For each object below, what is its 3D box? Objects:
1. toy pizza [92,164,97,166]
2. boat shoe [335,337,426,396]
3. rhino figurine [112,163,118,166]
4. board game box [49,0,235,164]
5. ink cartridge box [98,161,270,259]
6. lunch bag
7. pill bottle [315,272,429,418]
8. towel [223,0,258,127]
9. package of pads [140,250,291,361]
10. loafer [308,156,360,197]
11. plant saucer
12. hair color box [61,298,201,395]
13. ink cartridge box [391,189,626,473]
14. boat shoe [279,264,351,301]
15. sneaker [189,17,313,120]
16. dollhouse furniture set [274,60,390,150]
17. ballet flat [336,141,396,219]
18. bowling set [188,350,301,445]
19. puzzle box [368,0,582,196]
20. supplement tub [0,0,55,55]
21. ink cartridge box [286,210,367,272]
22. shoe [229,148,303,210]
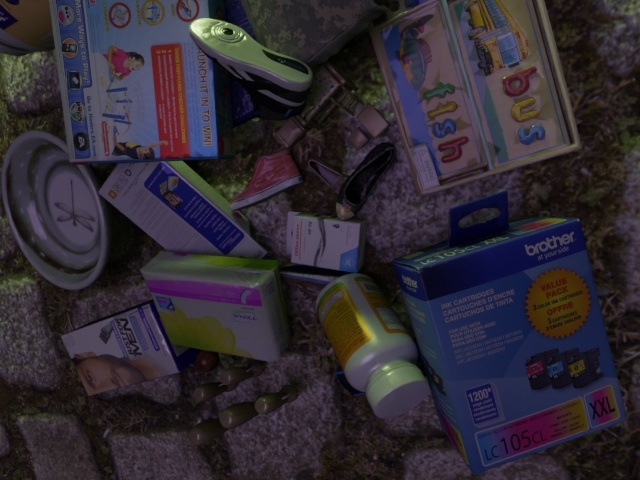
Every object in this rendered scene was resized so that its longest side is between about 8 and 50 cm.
[{"bbox_3d":[-0.464,-0.253,0.934,0.201,0.032,0.201,-25,50,34],"label":"toy pizza"},{"bbox_3d":[0.156,0.266,0.842,0.258,0.109,0.088,-21,100,39],"label":"boat shoe"},{"bbox_3d":[-0.377,-0.207,0.939,0.243,0.073,0.106,-35,111,22],"label":"rhino figurine"},{"bbox_3d":[-0.327,-0.301,0.766,0.302,0.086,0.307,0,99,9],"label":"board game box"},{"bbox_3d":[-0.298,-0.049,0.923,0.371,0.069,0.176,44,113,-9],"label":"ink cartridge box"},{"bbox_3d":[-0.013,-0.436,0.672,0.235,0.169,0.286,-15,88,45],"label":"lunch bag"},{"bbox_3d":[0.092,0.187,0.750,0.136,0.137,0.245,-54,38,21],"label":"pill bottle"},{"bbox_3d":[-0.184,-0.387,0.813,0.228,0.076,0.308,-20,96,12],"label":"towel"},{"bbox_3d":[-0.222,0.148,0.907,0.297,0.101,0.229,4,123,18],"label":"package of pads"},{"bbox_3d":[0.025,-0.125,0.828,0.125,0.039,0.045,39,110,9],"label":"loafer"},{"bbox_3d":[-0.644,-0.076,1.040,0.401,0.101,0.399,8,108,25],"label":"plant saucer"},{"bbox_3d":[-0.496,0.274,1.070,0.339,0.110,0.185,-20,94,24],"label":"hair color box"},{"bbox_3d":[0.291,0.124,0.673,0.270,0.151,0.395,-17,93,-5],"label":"ink cartridge box"},{"bbox_3d":[-0.013,0.095,0.874,0.183,0.066,0.066,6,104,19],"label":"boat shoe"},{"bbox_3d":[-0.126,-0.275,0.698,0.217,0.079,0.121,28,149,1],"label":"sneaker"},{"bbox_3d":[0.011,-0.213,0.781,0.182,0.101,0.161,-43,85,22],"label":"dollhouse furniture set"},{"bbox_3d":[0.083,-0.115,0.786,0.058,0.049,0.173,32,99,-8],"label":"ballet flat"},{"bbox_3d":[-0.195,0.339,0.971,0.287,0.154,0.199,-30,71,24],"label":"bowling set"},{"bbox_3d":[0.247,-0.306,0.702,0.272,0.052,0.408,-17,95,22],"label":"puzzle box"},{"bbox_3d":[-0.589,-0.552,0.859,0.332,0.241,0.240,-13,96,22],"label":"supplement tub"},{"bbox_3d":[0.000,0.000,0.852,0.180,0.060,0.104,8,104,19],"label":"ink cartridge box"},{"bbox_3d":[-0.128,-0.128,0.875,0.178,0.063,0.081,-22,92,18],"label":"shoe"}]
